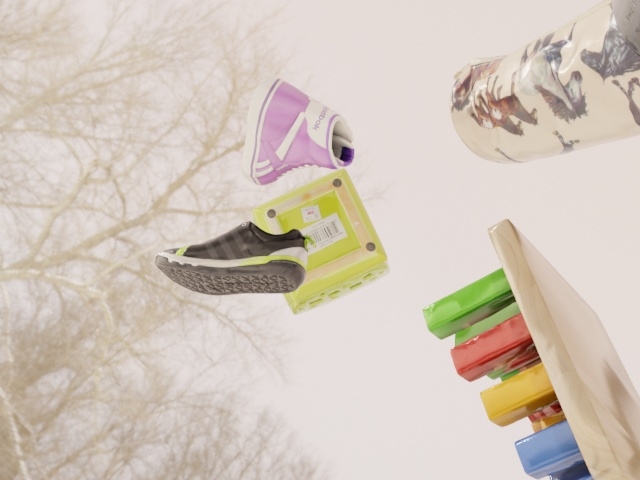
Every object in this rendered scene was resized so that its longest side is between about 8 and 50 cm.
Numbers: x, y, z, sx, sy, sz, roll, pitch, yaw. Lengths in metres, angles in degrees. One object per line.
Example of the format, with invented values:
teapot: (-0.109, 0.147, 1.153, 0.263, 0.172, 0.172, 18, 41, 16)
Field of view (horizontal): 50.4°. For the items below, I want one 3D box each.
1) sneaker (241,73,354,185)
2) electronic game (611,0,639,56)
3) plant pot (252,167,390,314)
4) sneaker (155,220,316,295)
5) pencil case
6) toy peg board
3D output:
sneaker: (-0.033, -0.132, 1.059, 0.161, 0.102, 0.282, 25, -16, 1)
electronic game: (0.260, -0.177, 0.346, 0.048, 0.229, 0.229, 32, -26, -31)
plant pot: (0.000, 0.000, 1.325, 0.207, 0.228, 0.227, 87, -21, -81)
sneaker: (-0.119, 0.021, 0.975, 0.235, 0.097, 0.084, 2, -31, 16)
pencil case: (0.326, -0.207, 0.850, 0.410, 0.160, 0.183, -10, -78, 66)
toy peg board: (0.143, 0.099, 0.425, 0.079, 0.160, 0.161, -33, -45, 23)
